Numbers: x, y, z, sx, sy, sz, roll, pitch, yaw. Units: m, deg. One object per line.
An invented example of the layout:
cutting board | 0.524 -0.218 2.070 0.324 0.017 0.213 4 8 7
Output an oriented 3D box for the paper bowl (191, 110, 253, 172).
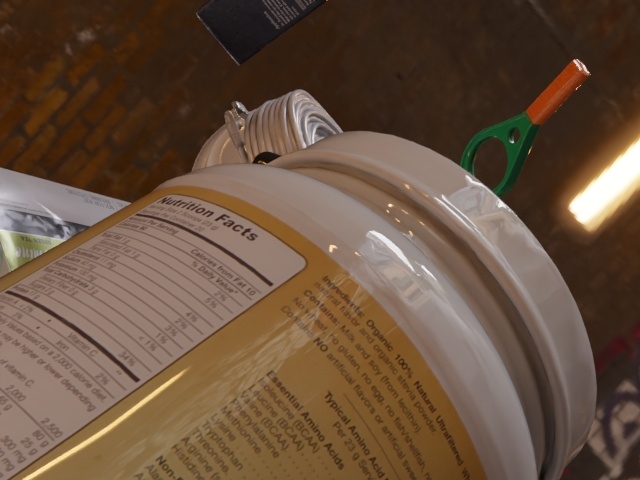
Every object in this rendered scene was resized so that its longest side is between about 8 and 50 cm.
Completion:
paper bowl | -0.091 -0.111 1.864 0.284 0.284 0.148 -42 -25 -11

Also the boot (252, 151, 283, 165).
boot | 0.000 0.000 1.228 0.088 0.176 0.244 -55 -34 -34

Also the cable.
cable | -0.003 -0.079 1.416 0.089 0.257 0.257 -29 -13 21

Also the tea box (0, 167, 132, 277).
tea box | -0.331 0.113 1.334 0.220 0.323 0.329 -42 -30 20

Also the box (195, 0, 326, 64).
box | -0.057 -0.331 1.370 0.158 0.093 0.156 -30 20 31

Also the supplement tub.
supplement tub | -0.060 0.108 0.413 0.316 0.228 0.228 -34 -33 -34

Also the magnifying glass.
magnifying glass | 0.257 -0.139 1.339 0.026 0.092 0.231 5 -41 -35
